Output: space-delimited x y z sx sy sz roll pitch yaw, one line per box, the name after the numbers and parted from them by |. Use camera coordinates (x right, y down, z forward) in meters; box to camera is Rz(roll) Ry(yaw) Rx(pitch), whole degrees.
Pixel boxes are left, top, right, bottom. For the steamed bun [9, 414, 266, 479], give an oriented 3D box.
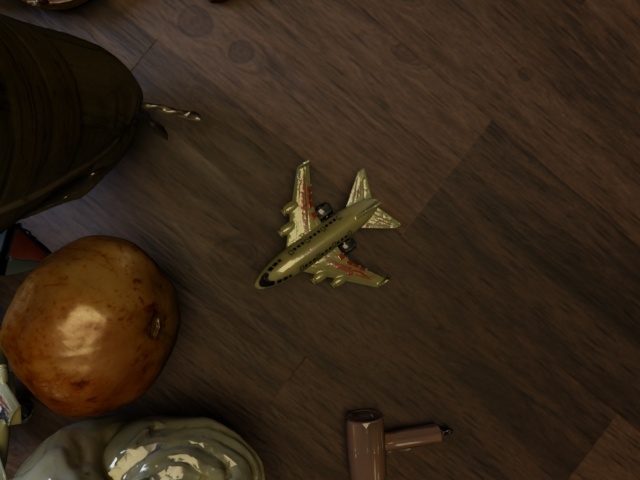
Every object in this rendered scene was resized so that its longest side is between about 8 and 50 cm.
-0.272 0.393 0.786 0.339 0.247 0.352 17 96 -25 | steamed bun

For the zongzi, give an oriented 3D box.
-0.438 -0.057 0.696 0.218 0.500 0.467 42 106 2 | zongzi

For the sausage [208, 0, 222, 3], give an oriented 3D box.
-0.124 -0.408 0.877 0.131 0.041 0.039 -26 100 -5 | sausage

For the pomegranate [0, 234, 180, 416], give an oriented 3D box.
-0.312 0.115 0.787 0.248 0.248 0.248 0 92 -6 | pomegranate

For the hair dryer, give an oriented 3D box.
0.132 0.331 0.925 0.182 0.064 0.117 -5 93 -11 | hair dryer

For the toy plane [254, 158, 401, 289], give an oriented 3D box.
0.000 0.000 0.880 0.244 0.092 0.229 -35 97 -3 | toy plane

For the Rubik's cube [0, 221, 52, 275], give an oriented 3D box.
-0.595 -0.045 0.833 0.250 0.284 0.234 -25 73 27 | Rubik's cube

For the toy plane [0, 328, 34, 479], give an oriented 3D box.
-0.475 0.221 0.808 0.104 0.242 0.256 15 59 -42 | toy plane

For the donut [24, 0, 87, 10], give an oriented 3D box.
-0.387 -0.412 0.834 0.146 0.078 0.181 42 81 -7 | donut
